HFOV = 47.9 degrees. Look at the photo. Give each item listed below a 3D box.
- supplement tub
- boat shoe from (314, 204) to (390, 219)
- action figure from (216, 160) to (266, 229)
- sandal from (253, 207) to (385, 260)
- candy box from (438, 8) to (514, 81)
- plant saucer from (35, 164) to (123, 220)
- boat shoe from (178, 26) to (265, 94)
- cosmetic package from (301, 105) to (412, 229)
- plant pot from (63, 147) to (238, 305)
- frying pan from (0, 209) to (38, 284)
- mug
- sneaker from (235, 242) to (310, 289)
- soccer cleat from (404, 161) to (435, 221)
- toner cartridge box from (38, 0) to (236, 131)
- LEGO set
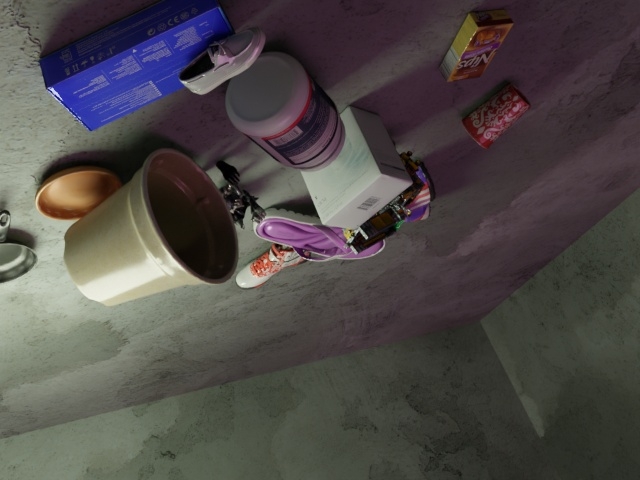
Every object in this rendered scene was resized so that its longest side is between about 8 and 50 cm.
[{"bbox_3d":[-0.070,-0.276,1.597,0.191,0.191,0.272,-29,155,13],"label":"supplement tub"},{"bbox_3d":[0.112,-0.084,2.280,0.303,0.114,0.091,-8,115,-11],"label":"boat shoe"},{"bbox_3d":[-0.240,-0.086,1.904,0.164,0.140,0.275,-24,153,-2],"label":"action figure"},{"bbox_3d":[-0.004,0.009,2.188,0.417,0.102,0.169,10,140,-14],"label":"sandal"},{"bbox_3d":[0.378,-0.473,1.759,0.109,0.053,0.186,-13,155,-23],"label":"candy box"},{"bbox_3d":[-0.563,-0.115,1.679,0.200,0.037,0.200,-20,156,-10],"label":"plant saucer"},{"bbox_3d":[-0.187,-0.342,1.341,0.184,0.066,0.063,-24,159,25],"label":"boat shoe"},{"bbox_3d":[0.081,-0.186,1.875,0.138,0.224,0.224,9,140,-46],"label":"cosmetic package"},{"bbox_3d":[-0.411,-0.002,1.676,0.306,0.333,0.334,-24,157,21],"label":"plant pot"},{"bbox_3d":[-0.804,0.022,1.731,0.197,0.053,0.326,-17,153,-13],"label":"frying pan"},{"bbox_3d":[0.502,-0.368,2.058,0.113,0.150,0.169,36,120,-21],"label":"mug"},{"bbox_3d":[-0.163,0.058,2.331,0.270,0.090,0.145,-24,155,-6],"label":"sneaker"},{"bbox_3d":[0.294,-0.142,2.308,0.117,0.108,0.318,-17,158,-3],"label":"soccer cleat"},{"bbox_3d":[-0.331,-0.344,1.367,0.348,0.075,0.165,-24,157,2],"label":"toner cartridge box"},{"bbox_3d":[0.128,-0.119,2.024,0.192,0.255,0.331,-28,169,-33],"label":"LEGO set"}]
